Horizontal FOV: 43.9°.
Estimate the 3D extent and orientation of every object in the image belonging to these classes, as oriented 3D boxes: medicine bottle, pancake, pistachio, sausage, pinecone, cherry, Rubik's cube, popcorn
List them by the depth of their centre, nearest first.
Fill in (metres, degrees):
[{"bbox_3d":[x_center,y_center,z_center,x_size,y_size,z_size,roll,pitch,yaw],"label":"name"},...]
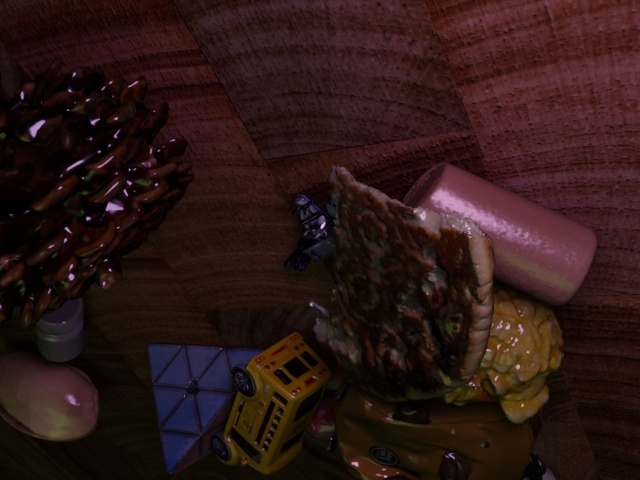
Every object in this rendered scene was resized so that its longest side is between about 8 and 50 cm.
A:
[{"bbox_3d":[0.232,-0.014,1.078,0.253,0.123,0.123,24,140,1],"label":"sausage"},{"bbox_3d":[0.106,0.087,1.114,0.305,0.067,0.426,43,144,31],"label":"pancake"},{"bbox_3d":[-0.380,-0.088,1.128,0.398,0.397,0.397,14,139,13],"label":"pinecone"},{"bbox_3d":[0.246,0.163,1.201,0.235,0.181,0.216,-11,111,14],"label":"popcorn"},{"bbox_3d":[-0.014,0.368,1.646,0.226,0.107,0.090,-7,89,39],"label":"cherry"},{"bbox_3d":[-0.230,0.334,1.681,0.233,0.228,0.228,-7,-174,-16],"label":"Rubik's cube"},{"bbox_3d":[-0.562,0.181,1.709,0.105,0.105,0.168,23,141,3],"label":"medicine bottle"},{"bbox_3d":[-0.665,0.380,1.916,0.299,0.187,0.187,18,140,15],"label":"pistachio"}]

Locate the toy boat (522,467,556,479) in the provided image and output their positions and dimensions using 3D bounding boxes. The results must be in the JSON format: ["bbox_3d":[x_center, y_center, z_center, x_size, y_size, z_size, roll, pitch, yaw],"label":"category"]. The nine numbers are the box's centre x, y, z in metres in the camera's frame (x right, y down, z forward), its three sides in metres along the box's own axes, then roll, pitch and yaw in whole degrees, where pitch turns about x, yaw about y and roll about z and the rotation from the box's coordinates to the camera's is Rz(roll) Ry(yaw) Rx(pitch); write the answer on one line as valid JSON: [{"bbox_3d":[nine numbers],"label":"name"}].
[{"bbox_3d":[0.303,0.504,1.613,0.330,0.123,0.215,17,141,8],"label":"toy boat"}]

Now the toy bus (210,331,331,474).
[{"bbox_3d":[-0.098,0.340,1.554,0.151,0.145,0.331,39,134,22],"label":"toy bus"}]

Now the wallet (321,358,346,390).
[{"bbox_3d":[0.087,0.270,1.543,0.197,0.020,0.103,4,136,23],"label":"wallet"}]

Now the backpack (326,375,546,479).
[{"bbox_3d":[0.205,0.327,1.401,0.378,0.201,0.353,8,134,8],"label":"backpack"}]

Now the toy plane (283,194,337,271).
[{"bbox_3d":[-0.003,0.006,1.253,0.169,0.078,0.246,37,139,-15],"label":"toy plane"}]
